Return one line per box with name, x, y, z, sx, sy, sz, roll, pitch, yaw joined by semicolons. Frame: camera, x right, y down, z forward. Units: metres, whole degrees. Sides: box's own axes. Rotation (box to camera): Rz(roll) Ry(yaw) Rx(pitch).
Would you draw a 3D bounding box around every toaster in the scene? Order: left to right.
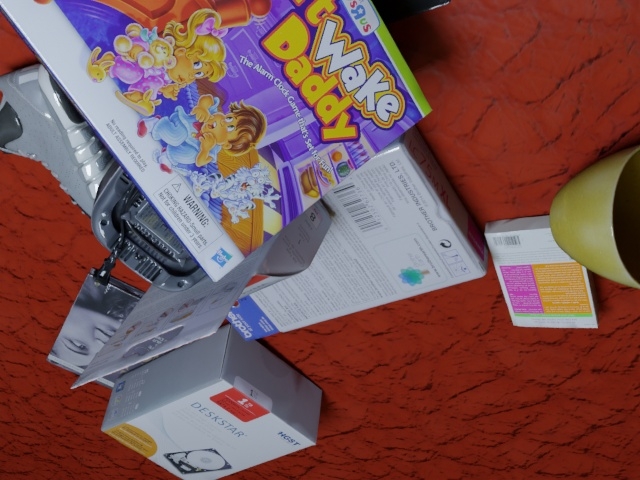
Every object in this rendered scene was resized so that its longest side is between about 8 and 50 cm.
toaster;-0.129;-0.052;0.828;0.129;0.146;0.227;40;91;-20

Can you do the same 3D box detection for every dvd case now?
dvd case;-0.267;0.138;1.182;0.164;0.018;0.221;27;134;-12

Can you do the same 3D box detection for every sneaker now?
sneaker;-0.271;-0.086;0.932;0.132;0.086;0.229;-3;122;24

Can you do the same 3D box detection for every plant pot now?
plant pot;0.275;-0.021;0.821;0.134;0.134;0.095;45;156;-27

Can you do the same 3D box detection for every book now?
book;0.239;0.036;0.939;0.096;0.035;0.144;-5;131;24

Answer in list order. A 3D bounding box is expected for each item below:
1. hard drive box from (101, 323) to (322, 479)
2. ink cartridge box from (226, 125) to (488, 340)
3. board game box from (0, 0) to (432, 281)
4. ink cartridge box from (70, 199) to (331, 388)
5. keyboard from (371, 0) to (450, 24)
hard drive box;-0.144;0.226;1.169;0.232;0.089;0.181;-28;126;32
ink cartridge box;0.000;0.000;0.946;0.311;0.065;0.186;-20;124;27
board game box;-0.097;-0.175;0.669;0.233;0.078;0.347;-39;116;-9
ink cartridge box;-0.104;0.056;0.824;0.189;0.232;0.066;-24;116;32
keyboard;0.015;-0.227;0.750;0.180;0.023;0.108;-14;125;25
